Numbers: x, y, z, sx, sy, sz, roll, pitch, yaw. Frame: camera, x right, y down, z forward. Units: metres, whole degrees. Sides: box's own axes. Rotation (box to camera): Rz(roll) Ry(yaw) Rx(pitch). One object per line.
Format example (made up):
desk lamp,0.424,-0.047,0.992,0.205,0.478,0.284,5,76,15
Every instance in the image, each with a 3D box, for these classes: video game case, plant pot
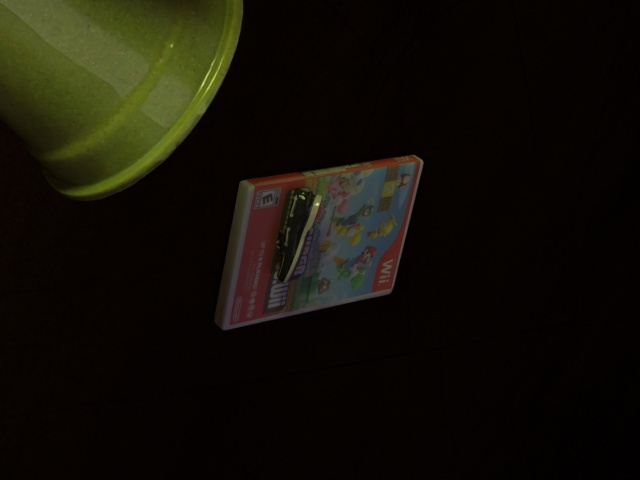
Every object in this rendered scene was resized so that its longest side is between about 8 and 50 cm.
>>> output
video game case,0.000,0.000,1.981,0.285,0.025,0.204,-11,124,-38
plant pot,-0.258,-0.217,1.438,0.254,0.276,0.276,35,92,-37

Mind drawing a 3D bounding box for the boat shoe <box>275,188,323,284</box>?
boat shoe,-0.034,-0.005,1.897,0.046,0.038,0.125,-65,176,-64
